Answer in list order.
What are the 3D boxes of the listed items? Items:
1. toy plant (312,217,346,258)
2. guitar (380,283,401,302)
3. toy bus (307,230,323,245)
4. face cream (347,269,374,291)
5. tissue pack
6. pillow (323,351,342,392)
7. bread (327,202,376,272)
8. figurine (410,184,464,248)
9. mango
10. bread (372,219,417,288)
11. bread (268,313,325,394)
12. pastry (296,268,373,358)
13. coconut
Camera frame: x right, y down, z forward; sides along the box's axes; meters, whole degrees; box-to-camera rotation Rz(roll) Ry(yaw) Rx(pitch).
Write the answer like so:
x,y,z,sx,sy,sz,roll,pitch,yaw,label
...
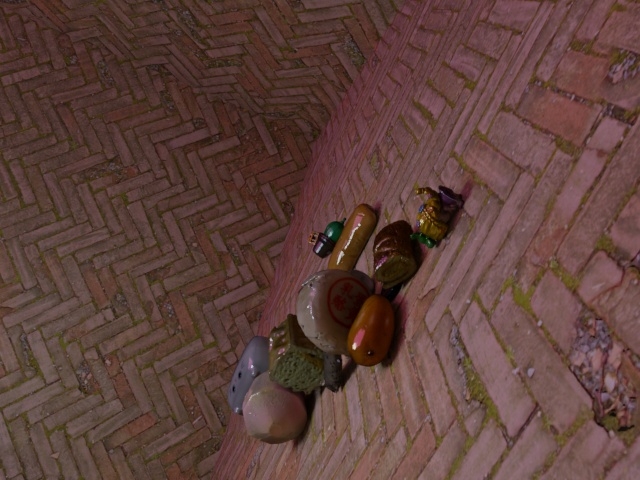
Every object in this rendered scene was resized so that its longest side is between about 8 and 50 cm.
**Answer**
x,y,z,sx,sy,sz,roll,pitch,yaw,label
0.050,-0.016,2.396,0.200,0.105,0.143,-50,-6,3,toy plant
0.209,0.081,1.647,0.233,0.025,0.088,-80,16,-47,guitar
0.000,0.000,2.522,0.069,0.074,0.162,-70,-18,-2,toy bus
0.079,0.216,1.825,0.101,0.101,0.252,-86,19,-55,face cream
-0.258,0.599,2.386,0.236,0.229,0.333,-97,29,-65,tissue pack
0.039,0.389,1.702,0.093,0.051,0.241,-125,29,-50,pillow
0.113,0.006,2.076,0.142,0.091,0.305,-84,18,-69,bread
0.271,-0.062,1.396,0.095,0.115,0.156,-68,3,-61,figurine
0.137,0.232,1.491,0.145,0.112,0.219,123,167,-50,mango
0.202,0.035,1.551,0.132,0.103,0.172,-39,23,29,bread
-0.072,0.390,1.946,0.252,0.238,0.196,-82,4,-68,bread
0.051,0.207,1.607,0.133,0.265,0.265,-27,42,55,pastry
-0.162,0.589,1.954,0.245,0.233,0.233,-91,24,-72,coconut
